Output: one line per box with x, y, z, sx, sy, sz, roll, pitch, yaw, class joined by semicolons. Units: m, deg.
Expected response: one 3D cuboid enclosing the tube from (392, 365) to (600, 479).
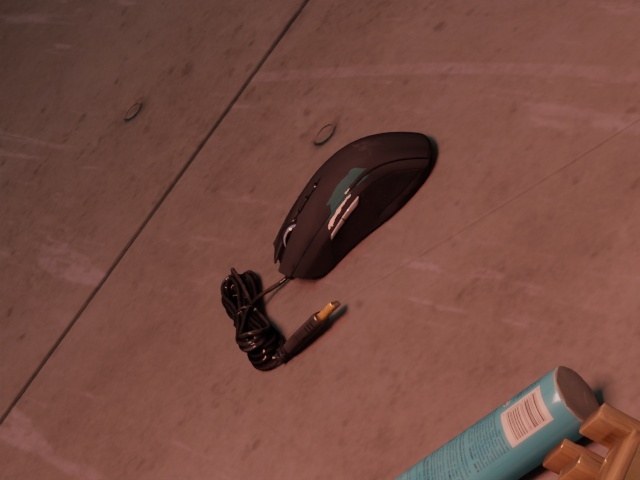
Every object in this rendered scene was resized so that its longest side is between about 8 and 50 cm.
0.116;0.168;1.475;0.207;0.052;0.080;-38;25;28;tube

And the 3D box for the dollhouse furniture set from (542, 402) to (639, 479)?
0.203;0.227;1.205;0.212;0.161;0.242;-62;1;-25;dollhouse furniture set

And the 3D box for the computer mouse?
0.000;0.000;1.825;0.262;0.060;0.184;-41;28;13;computer mouse
